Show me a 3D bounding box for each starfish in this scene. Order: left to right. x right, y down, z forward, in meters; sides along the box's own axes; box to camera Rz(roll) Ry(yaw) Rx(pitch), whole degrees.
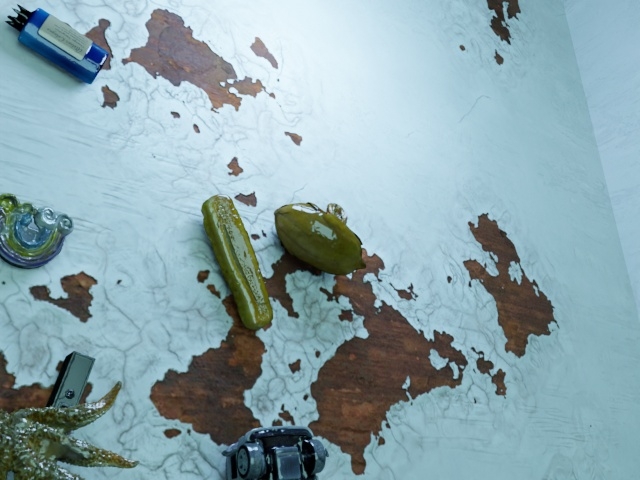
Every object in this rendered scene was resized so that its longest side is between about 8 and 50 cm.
[{"bbox_3d":[-0.397,0.308,0.881,0.293,0.084,0.302,8,46,-22],"label":"starfish"}]

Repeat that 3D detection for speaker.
[{"bbox_3d":[-0.410,0.272,0.990,0.040,0.046,0.191,29,54,-25],"label":"speaker"}]

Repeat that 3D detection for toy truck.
[{"bbox_3d":[-0.078,0.507,1.062,0.176,0.178,0.364,7,66,-32],"label":"toy truck"}]

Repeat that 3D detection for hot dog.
[{"bbox_3d":[-0.171,0.045,1.281,0.087,0.061,0.286,-11,79,-38],"label":"hot dog"},{"bbox_3d":[0.035,-0.054,1.514,0.058,0.035,0.083,27,55,-32],"label":"hot dog"}]

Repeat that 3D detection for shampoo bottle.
[{"bbox_3d":[-0.506,-0.383,1.212,0.183,0.050,0.087,31,56,-25],"label":"shampoo bottle"}]

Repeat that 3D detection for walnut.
[{"bbox_3d":[0.000,0.000,1.403,0.245,0.137,0.137,38,51,-16],"label":"walnut"}]

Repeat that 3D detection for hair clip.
[{"bbox_3d":[-0.500,-0.012,1.055,0.172,0.049,0.116,21,71,-40],"label":"hair clip"}]
